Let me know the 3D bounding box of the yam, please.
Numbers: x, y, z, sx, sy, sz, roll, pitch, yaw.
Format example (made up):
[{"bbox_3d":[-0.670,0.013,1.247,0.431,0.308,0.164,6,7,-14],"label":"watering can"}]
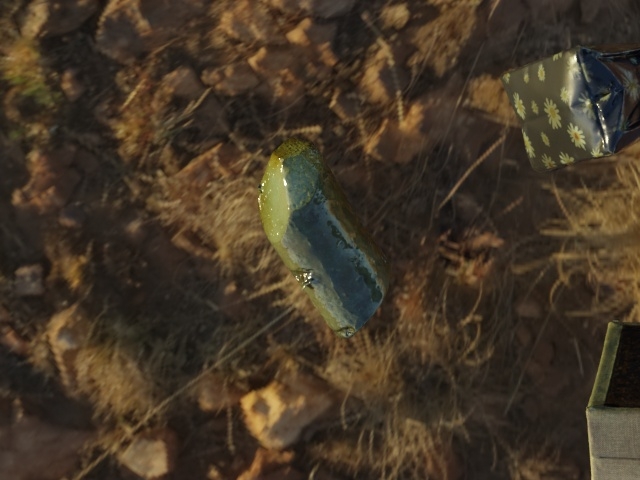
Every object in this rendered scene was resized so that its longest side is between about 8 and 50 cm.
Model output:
[{"bbox_3d":[0.000,0.000,0.889,0.069,0.070,0.146,-27,111,18],"label":"yam"}]

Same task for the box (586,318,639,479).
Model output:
[{"bbox_3d":[0.146,0.061,0.456,0.083,0.079,0.035,-2,110,20],"label":"box"}]

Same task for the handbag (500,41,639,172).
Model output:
[{"bbox_3d":[0.206,-0.096,0.797,0.139,0.115,0.072,-15,91,-17],"label":"handbag"}]
